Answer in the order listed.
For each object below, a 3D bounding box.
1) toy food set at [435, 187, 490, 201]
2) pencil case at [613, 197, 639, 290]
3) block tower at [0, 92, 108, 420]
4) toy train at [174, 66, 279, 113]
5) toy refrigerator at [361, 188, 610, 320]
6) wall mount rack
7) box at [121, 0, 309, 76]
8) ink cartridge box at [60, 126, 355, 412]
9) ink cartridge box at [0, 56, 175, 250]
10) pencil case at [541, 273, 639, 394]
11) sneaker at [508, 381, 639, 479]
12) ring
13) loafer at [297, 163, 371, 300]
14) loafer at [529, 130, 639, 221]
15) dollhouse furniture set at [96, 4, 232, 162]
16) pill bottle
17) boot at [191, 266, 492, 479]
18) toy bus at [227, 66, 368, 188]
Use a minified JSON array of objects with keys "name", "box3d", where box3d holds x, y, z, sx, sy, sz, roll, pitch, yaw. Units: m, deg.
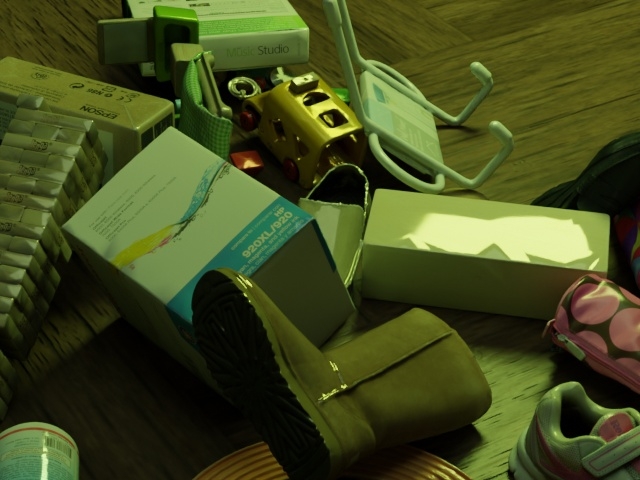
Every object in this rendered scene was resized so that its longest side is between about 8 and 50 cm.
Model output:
[{"name":"toy food set","box3d":[0.172,-0.038,1.866,0.083,0.020,0.082,9,35,11]},{"name":"pencil case","box3d":[0.394,-0.019,1.786,0.104,0.104,0.236,-1,32,-3]},{"name":"block tower","box3d":[-0.321,0.013,1.582,0.097,0.091,0.335,11,64,12]},{"name":"toy train","box3d":[-0.125,-0.200,2.075,0.166,0.046,0.125,-10,42,-16]},{"name":"toy refrigerator","box3d":[0.187,0.021,1.722,0.269,0.094,0.102,6,42,7]},{"name":"wall mount rack","box3d":[0.093,-0.213,1.915,0.304,0.130,0.350,32,23,-17]},{"name":"box","box3d":[-0.158,-0.311,2.170,0.232,0.058,0.322,-5,22,-10]},{"name":"ink cartridge box","box3d":[-0.117,0.028,1.583,0.168,0.171,0.233,-45,52,-17]},{"name":"ink cartridge box","box3d":[-0.289,-0.090,1.769,0.235,0.193,0.088,16,34,21]},{"name":"pencil case","box3d":[0.338,0.122,1.578,0.209,0.095,0.098,31,35,33]},{"name":"sneaker","box3d":[0.280,0.222,1.411,0.103,0.111,0.252,-27,44,-35]},{"name":"ring","box3d":[0.014,0.294,1.367,0.336,0.032,0.336,1,35,-1]},{"name":"loafer","box3d":[0.000,0.000,1.740,0.102,0.092,0.268,7,35,7]},{"name":"loafer","box3d":[0.326,-0.050,1.749,0.076,0.223,0.078,27,46,-26]},{"name":"dollhouse furniture set","box3d":[-0.205,-0.136,1.838,0.151,0.197,0.301,-5,34,-12]},{"name":"pill bottle","box3d":[-0.264,0.247,1.374,0.087,0.087,0.160,-2,34,-6]},{"name":"boot","box3d":[0.023,0.110,1.473,0.269,0.089,0.236,-18,75,-51]},{"name":"toy bus","box3d":[-0.026,-0.165,1.947,0.202,0.104,0.191,13,46,-3]}]
